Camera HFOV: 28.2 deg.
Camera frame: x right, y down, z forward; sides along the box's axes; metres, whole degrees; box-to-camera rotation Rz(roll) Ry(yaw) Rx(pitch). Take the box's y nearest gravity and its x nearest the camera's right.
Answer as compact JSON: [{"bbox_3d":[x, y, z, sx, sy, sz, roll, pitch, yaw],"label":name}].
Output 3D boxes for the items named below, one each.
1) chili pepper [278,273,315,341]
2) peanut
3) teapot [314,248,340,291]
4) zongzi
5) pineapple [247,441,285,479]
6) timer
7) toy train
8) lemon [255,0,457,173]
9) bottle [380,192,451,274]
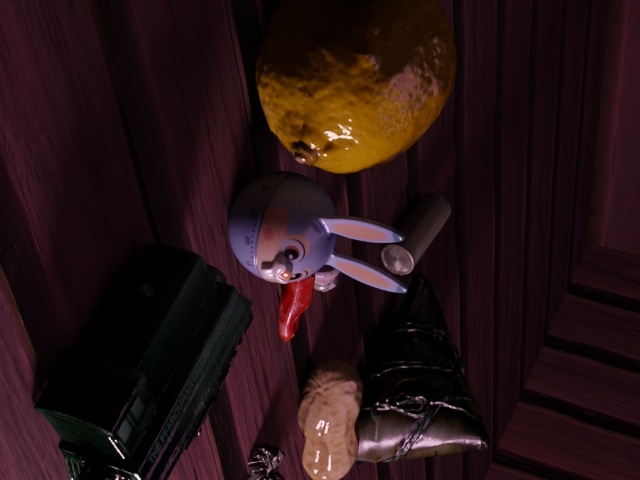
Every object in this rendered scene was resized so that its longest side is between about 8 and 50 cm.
[{"bbox_3d":[-0.038,0.089,2.039,0.059,0.050,0.191,-72,175,-58],"label":"chili pepper"},{"bbox_3d":[0.017,0.332,2.271,0.125,0.111,0.274,-45,145,-44],"label":"peanut"},{"bbox_3d":[-0.003,0.052,2.103,0.083,0.064,0.064,-29,149,-17],"label":"teapot"},{"bbox_3d":[0.196,0.327,2.588,0.362,0.319,0.383,77,17,-49],"label":"zongzi"},{"bbox_3d":[-0.090,0.414,2.126,0.074,0.074,0.159,-38,135,-57],"label":"pineapple"},{"bbox_3d":[-0.020,0.007,1.771,0.175,0.255,0.175,-32,143,-28],"label":"timer"},{"bbox_3d":[-0.208,0.148,1.539,0.330,0.138,0.178,-63,153,-28],"label":"toy train"},{"bbox_3d":[0.045,-0.232,1.730,0.322,0.268,0.268,-44,147,-30],"label":"lemon"},{"bbox_3d":[0.190,-0.016,2.513,0.201,0.072,0.072,-51,149,-47],"label":"bottle"}]
